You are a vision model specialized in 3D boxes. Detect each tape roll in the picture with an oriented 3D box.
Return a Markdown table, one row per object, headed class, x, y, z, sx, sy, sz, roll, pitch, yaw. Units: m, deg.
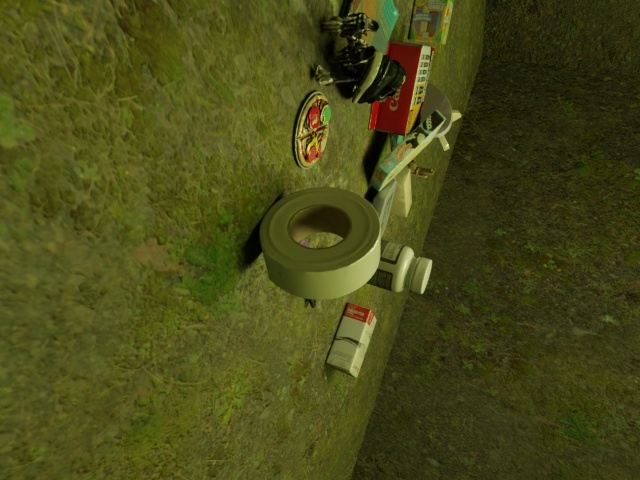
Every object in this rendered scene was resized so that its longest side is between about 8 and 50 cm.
| class | x | y | z | sx | sy | sz | roll | pitch | yaw |
| --- | --- | --- | --- | --- | --- | --- | --- | --- | --- |
| tape roll | 0.000 | 0.000 | 1.156 | 0.100 | 0.285 | 0.286 | 85 | 28 | -47 |

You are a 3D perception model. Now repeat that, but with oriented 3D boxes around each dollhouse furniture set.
| class | x | y | z | sx | sy | sz | roll | pitch | yaw |
| --- | --- | --- | --- | --- | --- | --- | --- | --- | --- |
| dollhouse furniture set | 0.510 | -0.402 | 2.468 | 0.144 | 0.123 | 0.151 | -50 | 149 | -50 |

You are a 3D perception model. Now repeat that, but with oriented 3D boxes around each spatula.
| class | x | y | z | sx | sy | sz | roll | pitch | yaw |
| --- | --- | --- | --- | --- | --- | --- | --- | --- | --- |
| spatula | -0.038 | 0.117 | 1.510 | 0.297 | 0.030 | 0.084 | 84 | 17 | -48 |

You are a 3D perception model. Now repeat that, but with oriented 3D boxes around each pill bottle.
| class | x | y | z | sx | sy | sz | roll | pitch | yaw |
| --- | --- | --- | --- | --- | --- | --- | --- | --- | --- |
| pill bottle | 0.242 | 0.090 | 1.820 | 0.176 | 0.318 | 0.177 | 17 | 90 | -71 |

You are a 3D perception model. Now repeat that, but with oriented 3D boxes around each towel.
| class | x | y | z | sx | sy | sz | roll | pitch | yaw |
| --- | --- | --- | --- | --- | --- | --- | --- | --- | --- |
| towel | 0.155 | -0.661 | 1.440 | 0.370 | 0.040 | 0.272 | 30 | 75 | -70 |

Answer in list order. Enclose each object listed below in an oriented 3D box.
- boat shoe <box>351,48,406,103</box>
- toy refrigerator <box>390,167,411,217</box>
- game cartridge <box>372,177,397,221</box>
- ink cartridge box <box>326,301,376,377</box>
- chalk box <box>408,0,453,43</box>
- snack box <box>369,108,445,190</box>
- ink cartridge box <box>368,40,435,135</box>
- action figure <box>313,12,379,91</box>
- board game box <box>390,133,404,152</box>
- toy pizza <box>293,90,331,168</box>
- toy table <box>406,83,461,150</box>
| class | x | y | z | sx | sy | sz | roll | pitch | yaw |
| --- | --- | --- | --- | --- | --- | --- | --- | --- | --- |
| boat shoe | 0.165 | -0.439 | 1.362 | 0.340 | 0.112 | 0.127 | -153 | -100 | -84 |
| toy refrigerator | 0.348 | -0.221 | 2.199 | 0.270 | 0.102 | 0.094 | 67 | 42 | -59 |
| game cartridge | 0.244 | -0.103 | 2.031 | 0.198 | 0.062 | 0.298 | -51 | 158 | -42 |
| ink cartridge box | 0.137 | 0.429 | 2.093 | 0.197 | 0.114 | 0.273 | 61 | 47 | -64 |
| chalk box | 0.434 | -0.879 | 1.892 | 0.132 | 0.131 | 0.213 | -39 | 140 | -59 |
| snack box | 0.327 | -0.338 | 1.861 | 0.322 | 0.060 | 0.187 | -44 | 173 | -13 |
| ink cartridge box | 0.295 | -0.548 | 1.769 | 0.272 | 0.129 | 0.310 | -37 | 139 | -58 |
| action figure | 0.058 | -0.462 | 1.195 | 0.276 | 0.140 | 0.164 | -125 | -141 | -82 |
| board game box | 0.327 | -0.460 | 2.075 | 0.186 | 0.026 | 0.126 | 68 | 41 | -60 |
| toy pizza | -0.013 | -0.283 | 1.276 | 0.201 | 0.032 | 0.202 | 15 | 90 | -70 |
| toy table | 0.471 | -0.521 | 2.089 | 0.161 | 0.251 | 0.275 | 45 | 32 | -60 |
